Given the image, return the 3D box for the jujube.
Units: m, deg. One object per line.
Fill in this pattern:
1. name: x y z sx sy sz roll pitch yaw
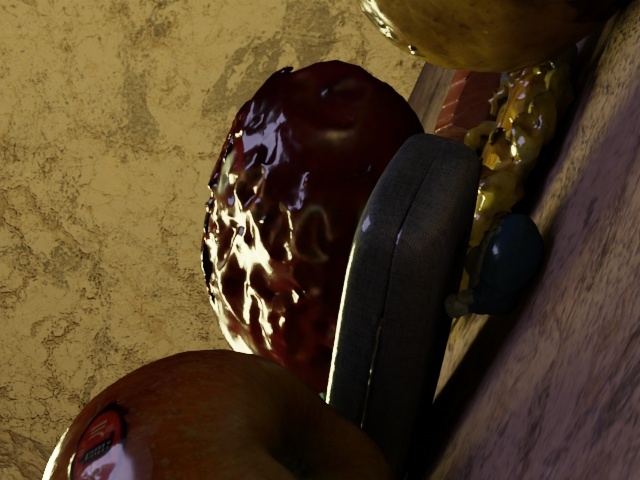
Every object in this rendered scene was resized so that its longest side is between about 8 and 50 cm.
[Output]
1. jujube: 0.000 0.000 1.650 0.376 0.258 0.258 86 -159 -54

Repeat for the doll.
1. doll: 0.131 0.016 1.200 0.076 0.050 0.083 -66 1 -48

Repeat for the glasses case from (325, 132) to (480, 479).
1. glasses case: 0.059 0.071 1.291 0.131 0.074 0.323 -63 -14 -45

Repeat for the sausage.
1. sausage: 0.174 -0.170 1.808 0.065 0.065 0.169 117 176 -57

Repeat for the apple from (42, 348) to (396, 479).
1. apple: -0.064 0.216 1.174 0.250 0.278 0.309 -45 44 48

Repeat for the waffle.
1. waffle: 0.142 -0.050 1.428 0.280 0.060 0.262 -64 0 -11

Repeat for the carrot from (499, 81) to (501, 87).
1. carrot: 0.205 -0.177 1.627 0.032 0.032 0.093 -72 8 -61

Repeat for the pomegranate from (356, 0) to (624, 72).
1. pomegranate: 0.139 -0.274 1.309 0.281 0.281 0.281 -157 90 -88

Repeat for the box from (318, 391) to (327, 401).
1. box: -0.065 0.239 1.500 0.250 0.103 0.180 -26 5 2
